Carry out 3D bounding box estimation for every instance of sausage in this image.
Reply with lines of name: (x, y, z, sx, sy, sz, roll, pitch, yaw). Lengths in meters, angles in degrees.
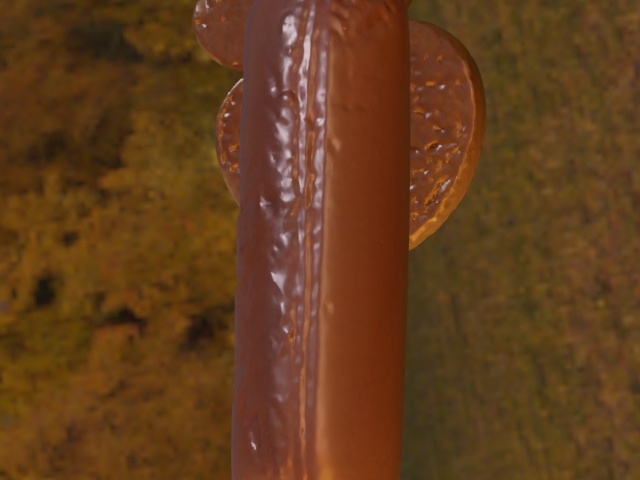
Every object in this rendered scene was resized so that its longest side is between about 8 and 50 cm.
sausage: (0.001, -0.001, 0.837, 0.086, 0.086, 0.289, 109, 164, -75)

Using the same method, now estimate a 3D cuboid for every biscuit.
biscuit: (0.006, -0.123, 1.258, 0.044, 0.202, 0.288, 17, -130, -77)
